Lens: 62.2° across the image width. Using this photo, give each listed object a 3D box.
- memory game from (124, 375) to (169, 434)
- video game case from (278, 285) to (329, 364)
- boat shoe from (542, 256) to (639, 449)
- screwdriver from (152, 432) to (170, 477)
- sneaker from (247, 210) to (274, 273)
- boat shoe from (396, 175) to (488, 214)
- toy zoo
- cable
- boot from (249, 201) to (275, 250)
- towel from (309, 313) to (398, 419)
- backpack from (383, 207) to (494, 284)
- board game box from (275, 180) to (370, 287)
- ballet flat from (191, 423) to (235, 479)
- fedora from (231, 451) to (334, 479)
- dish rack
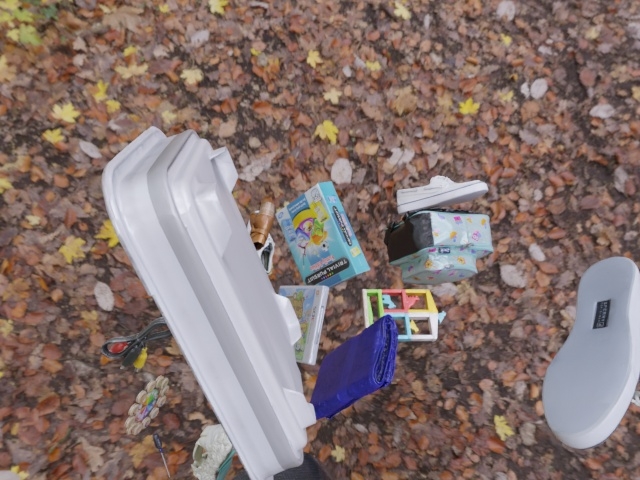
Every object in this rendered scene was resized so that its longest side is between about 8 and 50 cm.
[{"bbox_3d":[-0.498,0.477,1.535,0.012,0.186,0.186,24,76,14],"label":"memory game"},{"bbox_3d":[-0.063,0.212,1.369,0.023,0.212,0.194,19,75,-32],"label":"video game case"},{"bbox_3d":[0.476,0.203,0.870,0.156,0.135,0.367,50,49,-18],"label":"boat shoe"},{"bbox_3d":[-0.523,0.714,1.763,0.024,0.025,0.170,-8,109,21],"label":"screwdriver"},{"bbox_3d":[-0.210,0.011,1.957,0.091,0.094,0.258,-12,73,36],"label":"sneaker"},{"bbox_3d":[0.327,-0.137,1.467,0.258,0.095,0.084,-13,79,26],"label":"boat shoe"},{"bbox_3d":[0.298,0.263,1.878,0.293,0.030,0.192,0,57,-5],"label":"toy zoo"},{"bbox_3d":[-0.524,0.281,1.529,0.139,0.072,0.287,37,117,-18],"label":"cable"},{"bbox_3d":[-0.209,-0.026,1.749,0.072,0.197,0.153,17,64,-11],"label":"boot"},{"bbox_3d":[0.096,0.360,1.466,0.076,0.308,0.228,36,42,-14],"label":"towel"},{"bbox_3d":[0.242,0.011,1.044,0.188,0.166,0.145,-8,76,-21],"label":"backpack"},{"bbox_3d":[0.000,0.000,1.869,0.079,0.253,0.336,-14,78,-46],"label":"board game box"},{"bbox_3d":[-0.322,0.643,1.619,0.146,0.409,0.147,15,43,-14],"label":"ballet flat"},{"bbox_3d":[-0.077,0.557,1.130,0.334,0.334,0.152,-25,42,-6],"label":"fedora"},{"bbox_3d":[-0.086,0.045,0.539,0.072,0.285,0.333,-20,111,0],"label":"dish rack"}]
